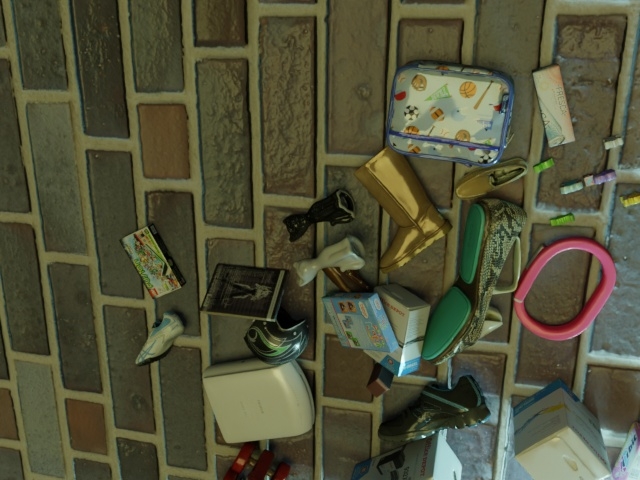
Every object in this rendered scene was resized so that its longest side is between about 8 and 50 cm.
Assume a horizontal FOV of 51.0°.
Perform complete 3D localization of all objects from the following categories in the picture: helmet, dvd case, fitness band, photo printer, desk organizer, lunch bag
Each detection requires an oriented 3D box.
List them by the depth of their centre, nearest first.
[{"bbox_3d":[0.316,-0.300,1.617,0.303,0.115,0.243,12,114,12],"label":"lunch bag"},{"bbox_3d":[0.620,0.123,1.714,0.209,0.054,0.291,26,114,5],"label":"fitness band"},{"bbox_3d":[0.172,0.380,1.883,0.047,0.130,0.050,45,116,-4],"label":"desk organizer"},{"bbox_3d":[-0.213,0.145,1.895,0.221,0.165,0.018,4,143,14],"label":"dvd case"},{"bbox_3d":[-0.119,0.273,1.909,0.161,0.169,0.169,35,114,6],"label":"helmet"},{"bbox_3d":[-0.176,0.476,2.022,0.307,0.107,0.256,-11,106,19],"label":"photo printer"}]

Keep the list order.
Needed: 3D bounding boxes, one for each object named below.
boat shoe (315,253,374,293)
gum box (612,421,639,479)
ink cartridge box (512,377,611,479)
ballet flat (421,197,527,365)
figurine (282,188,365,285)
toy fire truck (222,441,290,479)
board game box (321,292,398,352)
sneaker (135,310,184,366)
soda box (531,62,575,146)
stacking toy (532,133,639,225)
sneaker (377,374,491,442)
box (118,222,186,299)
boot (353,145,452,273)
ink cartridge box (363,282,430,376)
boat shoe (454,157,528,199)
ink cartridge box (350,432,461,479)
[{"bbox_3d":[0.074,0.105,1.851,0.073,0.073,0.207,-43,98,-14],"label":"boat shoe"},{"bbox_3d":[0.844,0.588,1.788,0.062,0.107,0.189,14,112,10],"label":"gum box"},{"bbox_3d":[0.622,0.520,1.755,0.168,0.233,0.171,-41,95,23],"label":"ink cartridge box"},{"bbox_3d":[0.415,0.126,1.729,0.181,0.164,0.483,9,112,-15],"label":"ballet flat"},{"bbox_3d":[0.000,0.000,1.785,0.209,0.092,0.215,-23,68,28],"label":"figurine"},{"bbox_3d":[-0.236,0.792,2.069,0.169,0.254,0.302,31,114,3],"label":"toy fire truck"},{"bbox_3d":[0.103,0.217,1.803,0.211,0.039,0.160,-5,112,56],"label":"board game box"},{"bbox_3d":[-0.502,0.307,2.073,0.237,0.085,0.086,-47,66,27],"label":"sneaker"},{"bbox_3d":[0.546,-0.318,1.576,0.062,0.058,0.183,-13,104,19],"label":"soda box"},{"bbox_3d":[0.642,-0.140,1.616,0.221,0.052,0.167,-19,103,21],"label":"stacking toy"},{"bbox_3d":[0.310,0.484,1.910,0.340,0.125,0.140,-23,74,24],"label":"sneaker"},{"bbox_3d":[-0.500,0.064,2.002,0.114,0.036,0.207,-23,102,21],"label":"box"},{"bbox_3d":[0.179,-0.080,1.749,0.236,0.089,0.269,-38,95,15],"label":"boot"},{"bbox_3d":[0.205,0.238,1.812,0.148,0.085,0.203,33,122,46],"label":"ink cartridge box"},{"bbox_3d":[0.418,-0.151,1.660,0.190,0.072,0.068,-27,100,22],"label":"boat shoe"},{"bbox_3d":[0.235,0.710,1.931,0.307,0.223,0.129,-30,98,22],"label":"ink cartridge box"}]
